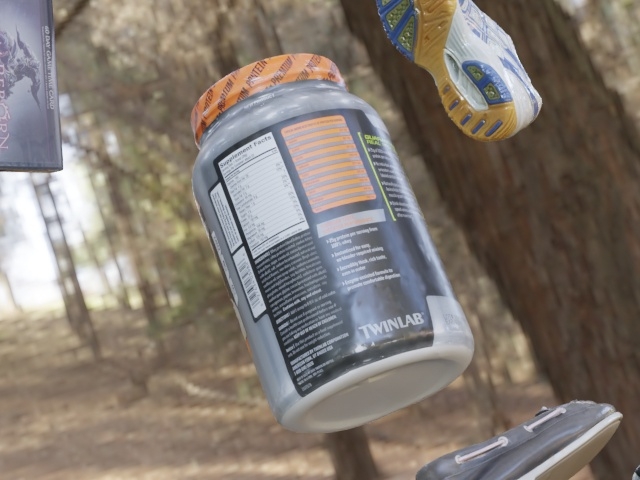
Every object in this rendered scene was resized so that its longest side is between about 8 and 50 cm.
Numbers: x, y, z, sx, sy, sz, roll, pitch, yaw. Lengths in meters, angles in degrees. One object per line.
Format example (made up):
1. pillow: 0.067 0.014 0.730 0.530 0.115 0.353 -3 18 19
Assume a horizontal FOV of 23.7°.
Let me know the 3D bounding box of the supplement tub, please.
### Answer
1. supplement tub: 0.000 0.000 1.397 0.193 0.316 0.193 -18 -22 -7

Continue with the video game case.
1. video game case: -0.342 -0.161 1.384 0.026 0.196 0.274 -5 -2 35

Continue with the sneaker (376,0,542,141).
1. sneaker: 0.179 -0.261 1.988 0.112 0.296 0.131 -33 -8 36

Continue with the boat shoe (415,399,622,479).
1. boat shoe: 0.229 0.233 1.702 0.335 0.095 0.112 -21 -33 -50

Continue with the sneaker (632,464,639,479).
1. sneaker: 0.361 0.205 1.410 0.118 0.110 0.292 1 15 33
